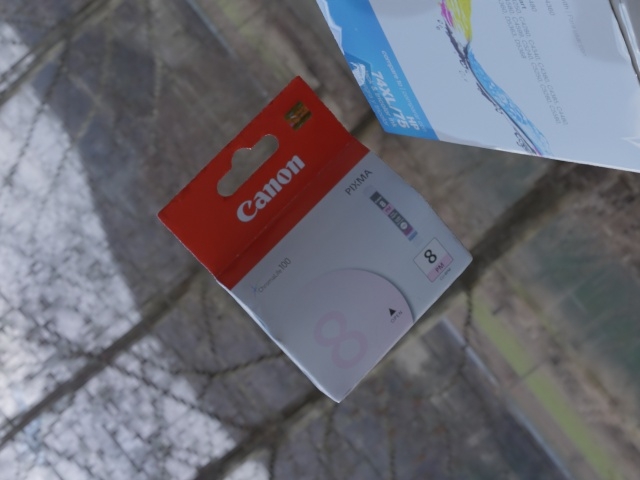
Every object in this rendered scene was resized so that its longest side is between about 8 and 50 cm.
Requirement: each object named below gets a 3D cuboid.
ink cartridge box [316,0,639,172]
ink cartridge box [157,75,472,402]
[{"bbox_3d":[0.160,-0.193,0.957,0.270,0.198,0.197,15,144,46],"label":"ink cartridge box"},{"bbox_3d":[0.000,0.000,1.221,0.232,0.189,0.066,49,169,-24],"label":"ink cartridge box"}]
